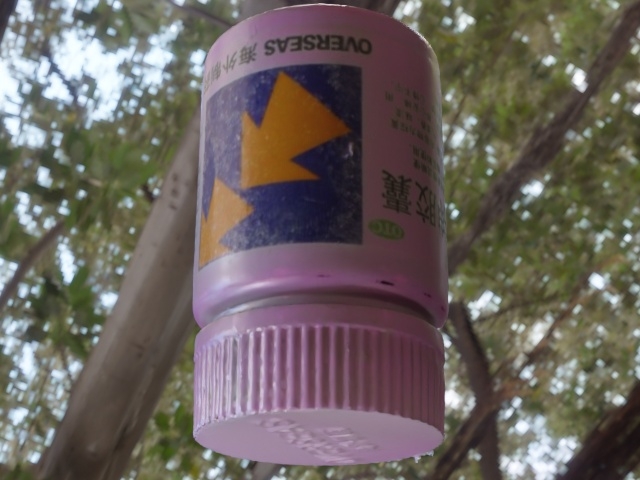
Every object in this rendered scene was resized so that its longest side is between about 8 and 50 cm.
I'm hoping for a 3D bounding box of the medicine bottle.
[{"bbox_3d":[0.000,0.000,0.854,0.178,0.178,0.291,12,-115,-24],"label":"medicine bottle"}]
